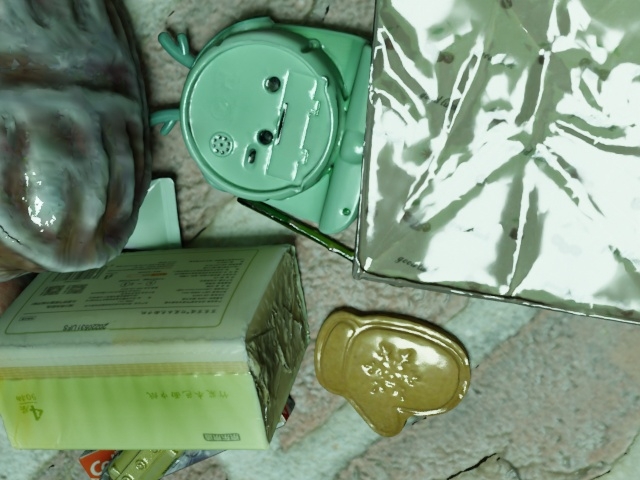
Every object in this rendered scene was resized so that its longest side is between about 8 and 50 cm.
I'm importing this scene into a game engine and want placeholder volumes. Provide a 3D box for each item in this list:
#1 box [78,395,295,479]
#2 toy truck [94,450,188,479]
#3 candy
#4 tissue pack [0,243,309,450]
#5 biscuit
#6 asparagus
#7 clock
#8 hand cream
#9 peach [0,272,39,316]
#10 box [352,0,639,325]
[{"bbox_3d":[-0.129,0.183,0.882,0.218,0.039,0.055,-25,100,19],"label":"box"},{"bbox_3d":[-0.161,0.201,0.840,0.052,0.063,0.123,40,111,0],"label":"toy truck"},{"bbox_3d":[-0.242,-0.110,0.721,0.157,0.214,0.289,-13,86,32],"label":"candy"},{"bbox_3d":[-0.142,0.088,0.787,0.234,0.159,0.125,-3,117,14],"label":"tissue pack"},{"bbox_3d":[0.063,0.122,0.825,0.140,0.023,0.118,5,107,12],"label":"biscuit"},{"bbox_3d":[0.000,0.000,0.809,0.166,0.016,0.013,28,78,6],"label":"asparagus"},{"bbox_3d":[-0.048,-0.103,0.763,0.211,0.066,0.159,15,109,10],"label":"clock"},{"bbox_3d":[-0.227,-0.023,0.842,0.205,0.050,0.078,2,116,10],"label":"hand cream"},{"bbox_3d":[-0.332,0.070,0.859,0.152,0.152,0.152,4,107,13],"label":"peach"},{"bbox_3d":[0.158,-0.119,0.642,0.225,0.190,0.297,8,108,13],"label":"box"}]
